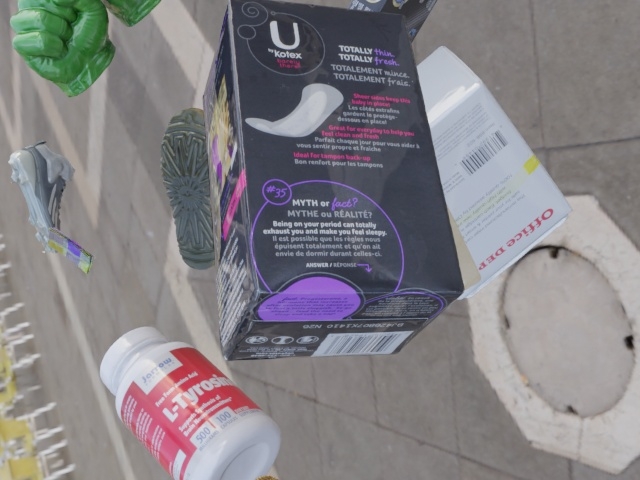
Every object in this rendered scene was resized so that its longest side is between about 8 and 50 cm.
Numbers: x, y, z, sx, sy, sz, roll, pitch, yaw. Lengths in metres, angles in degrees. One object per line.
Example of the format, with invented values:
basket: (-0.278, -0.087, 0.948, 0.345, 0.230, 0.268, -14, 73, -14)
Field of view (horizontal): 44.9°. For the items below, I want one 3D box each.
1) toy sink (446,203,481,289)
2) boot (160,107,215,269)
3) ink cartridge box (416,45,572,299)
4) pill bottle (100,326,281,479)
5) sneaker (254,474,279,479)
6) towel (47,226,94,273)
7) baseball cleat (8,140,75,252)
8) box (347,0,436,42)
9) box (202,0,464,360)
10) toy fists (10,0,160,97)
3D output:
toy sink: (0.069, 0.046, 1.006, 0.131, 0.152, 0.234, 64, 156, -1)
boot: (-0.125, -0.100, 1.157, 0.089, 0.269, 0.236, 11, 113, 22)
ink cartridge box: (0.235, -0.105, 1.393, 0.279, 0.384, 0.160, -40, 40, 10)
pill bottle: (-0.296, 0.370, 1.689, 0.407, 0.229, 0.229, 35, 131, 32)
sneaker: (-0.100, 0.391, 1.073, 0.069, 0.185, 0.084, 37, 105, 20)
towel: (-0.400, 0.016, 1.232, 0.083, 0.009, 0.060, 37, 143, -1)
baseball cleat: (-0.472, -0.076, 1.367, 0.072, 0.109, 0.206, 29, 139, 38)
box: (0.115, -0.397, 1.411, 0.060, 0.216, 0.270, 38, 111, 17)
box: (-0.003, -0.050, 0.653, 0.143, 0.165, 0.271, 122, 145, -58)
toy fists: (-0.333, -0.350, 1.125, 0.096, 0.279, 0.142, 7, 149, 48)
